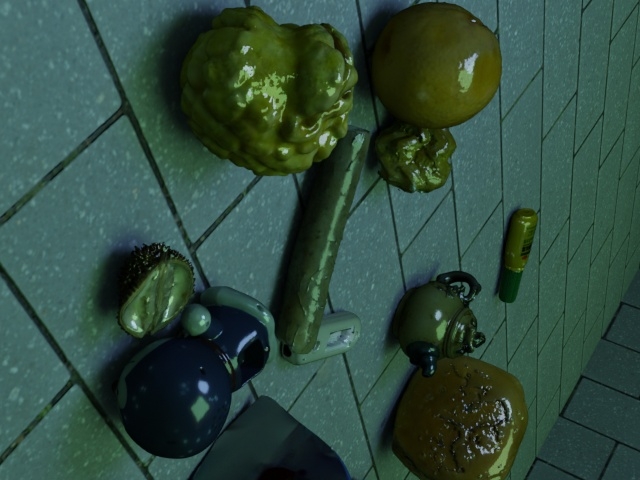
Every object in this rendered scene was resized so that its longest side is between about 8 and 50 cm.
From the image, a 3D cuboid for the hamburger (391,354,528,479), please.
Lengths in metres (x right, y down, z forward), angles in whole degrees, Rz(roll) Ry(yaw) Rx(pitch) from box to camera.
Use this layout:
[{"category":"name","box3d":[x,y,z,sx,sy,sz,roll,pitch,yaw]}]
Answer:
[{"category":"hamburger","box3d":[0.316,0.421,1.958,0.305,0.284,0.174,-63,164,-19]}]

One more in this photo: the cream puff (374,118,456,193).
[{"category":"cream puff","box3d":[0.166,-0.161,1.479,0.156,0.121,0.156,-29,130,-41]}]

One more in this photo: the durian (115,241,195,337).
[{"category":"durian","box3d":[-0.209,0.046,1.039,0.110,0.071,0.140,-29,147,-42]}]

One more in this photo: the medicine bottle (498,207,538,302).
[{"category":"medicine bottle","box3d":[0.515,0.044,2.264,0.095,0.064,0.261,-28,133,-50]}]

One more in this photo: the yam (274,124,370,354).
[{"category":"yam","box3d":[0.000,0.000,1.353,0.083,0.083,0.372,-2,110,-59]}]

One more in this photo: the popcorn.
[{"category":"popcorn","box3d":[-0.052,-0.175,1.024,0.200,0.203,0.226,-52,131,-45]}]

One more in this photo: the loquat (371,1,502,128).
[{"category":"loquat","box3d":[0.180,-0.271,1.351,0.208,0.208,0.208,-38,139,-42]}]

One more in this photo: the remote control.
[{"category":"remote control","box3d":[0.008,0.172,1.518,0.221,0.042,0.078,-4,113,-59]}]

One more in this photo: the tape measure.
[{"category":"tape measure","box3d":[-0.067,0.426,1.365,0.259,0.262,0.138,-52,158,-25]}]

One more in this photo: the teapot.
[{"category":"teapot","box3d":[0.265,0.173,1.808,0.269,0.182,0.173,-52,146,-29]}]

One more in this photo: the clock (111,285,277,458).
[{"category":"clock","box3d":[-0.164,0.173,1.135,0.243,0.146,0.200,-48,151,-45]}]

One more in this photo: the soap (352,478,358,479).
[{"category":"soap","box3d":[0.089,0.711,1.863,0.324,0.192,0.109,-61,150,-12]}]
